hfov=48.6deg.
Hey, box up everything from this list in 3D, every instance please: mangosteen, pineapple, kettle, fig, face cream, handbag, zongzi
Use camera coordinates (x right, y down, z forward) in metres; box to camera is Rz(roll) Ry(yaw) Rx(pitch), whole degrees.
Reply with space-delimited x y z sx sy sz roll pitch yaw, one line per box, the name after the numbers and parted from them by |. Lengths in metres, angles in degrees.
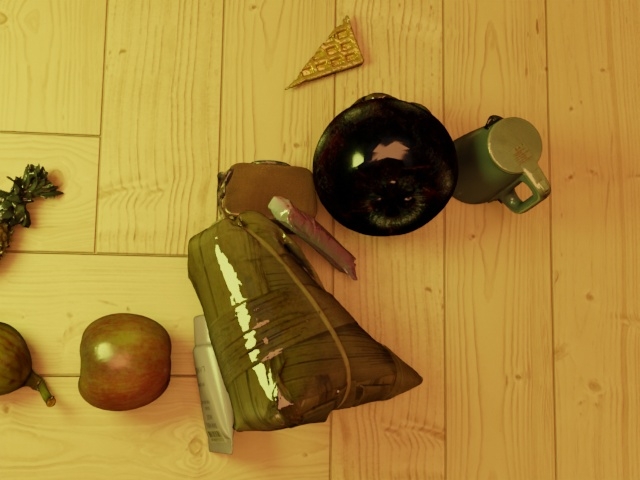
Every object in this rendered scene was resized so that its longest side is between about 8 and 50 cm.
0.123 -0.158 1.446 0.300 0.300 0.300 1 84 -7 | mangosteen
-0.632 -0.049 1.406 0.125 0.125 0.251 41 75 -2 | pineapple
0.374 -0.147 1.482 0.160 0.243 0.210 -28 89 -10 | kettle
-0.613 0.235 1.374 0.186 0.148 0.142 29 61 -42 | fig
-0.206 0.286 1.420 0.096 0.154 0.273 3 75 -28 | face cream
-0.104 -0.092 1.482 0.193 0.072 0.151 4 62 -5 | handbag
-0.035 0.113 1.435 0.467 0.218 0.499 -1 64 -49 | zongzi

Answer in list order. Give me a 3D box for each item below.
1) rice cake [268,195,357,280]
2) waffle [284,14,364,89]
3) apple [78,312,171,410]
-0.002 -0.002 1.417 0.051 0.290 0.081 -43 49 6 | rice cake
-0.009 -0.415 1.565 0.191 0.032 0.125 -18 88 -10 | waffle
-0.376 0.234 1.368 0.174 0.188 0.188 1 84 -14 | apple
